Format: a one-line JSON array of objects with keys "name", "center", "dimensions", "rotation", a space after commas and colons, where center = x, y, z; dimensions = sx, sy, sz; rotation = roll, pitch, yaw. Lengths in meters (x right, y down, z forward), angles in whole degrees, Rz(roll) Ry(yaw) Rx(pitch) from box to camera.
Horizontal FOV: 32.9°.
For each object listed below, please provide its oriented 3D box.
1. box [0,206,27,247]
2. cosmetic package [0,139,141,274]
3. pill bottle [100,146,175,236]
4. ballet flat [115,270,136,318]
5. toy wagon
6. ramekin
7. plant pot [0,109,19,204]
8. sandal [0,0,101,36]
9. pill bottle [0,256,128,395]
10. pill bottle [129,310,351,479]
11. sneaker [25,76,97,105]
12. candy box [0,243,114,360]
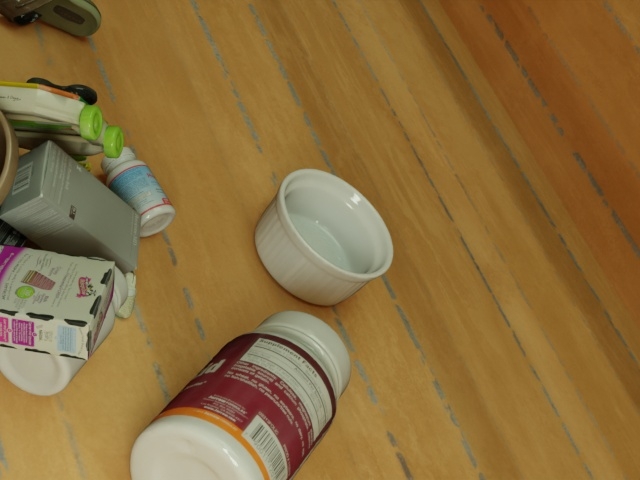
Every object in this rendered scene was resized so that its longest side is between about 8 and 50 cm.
[{"name": "box", "center": [-0.584, -0.029, 1.734], "dimensions": [0.216, 0.060, 0.270], "rotation": [33, 36, -13]}, {"name": "cosmetic package", "center": [-0.410, -0.040, 1.804], "dimensions": [0.238, 0.107, 0.127], "rotation": [40, 36, -43]}, {"name": "pill bottle", "center": [-0.342, -0.092, 2.011], "dimensions": [0.087, 0.087, 0.160], "rotation": [-11, 62, -49]}, {"name": "ballet flat", "center": [-0.346, 0.056, 1.883], "dimensions": [0.057, 0.052, 0.168], "rotation": [17, 43, -34]}, {"name": "toy wagon", "center": [-0.471, -0.187, 1.830], "dimensions": [0.267, 0.344, 0.068], "rotation": [6, 81, 8]}, {"name": "ramekin", "center": [0.000, 0.000, 2.209], "dimensions": [0.277, 0.135, 0.277], "rotation": [26, 39, -23]}, {"name": "plant pot", "center": [-0.556, -0.101, 1.644], "dimensions": [0.237, 0.237, 0.110], "rotation": [59, 0, 21]}, {"name": "sandal", "center": [-0.577, -0.473, 2.163], "dimensions": [0.303, 0.120, 0.086], "rotation": [18, 56, -32]}, {"name": "pill bottle", "center": [-0.397, 0.125, 1.692], "dimensions": [0.131, 0.131, 0.229], "rotation": [39, 35, -5]}, {"name": "pill bottle", "center": [-0.110, 0.282, 1.729], "dimensions": [0.224, 0.224, 0.392], "rotation": [44, 35, 1]}, {"name": "sneaker", "center": [-0.504, -0.260, 2.065], "dimensions": [0.170, 0.051, 0.089], "rotation": [9, 47, -33]}, {"name": "candy box", "center": [-0.428, 0.082, 1.563], "dimensions": [0.233, 0.071, 0.159], "rotation": [9, 34, -1]}]
